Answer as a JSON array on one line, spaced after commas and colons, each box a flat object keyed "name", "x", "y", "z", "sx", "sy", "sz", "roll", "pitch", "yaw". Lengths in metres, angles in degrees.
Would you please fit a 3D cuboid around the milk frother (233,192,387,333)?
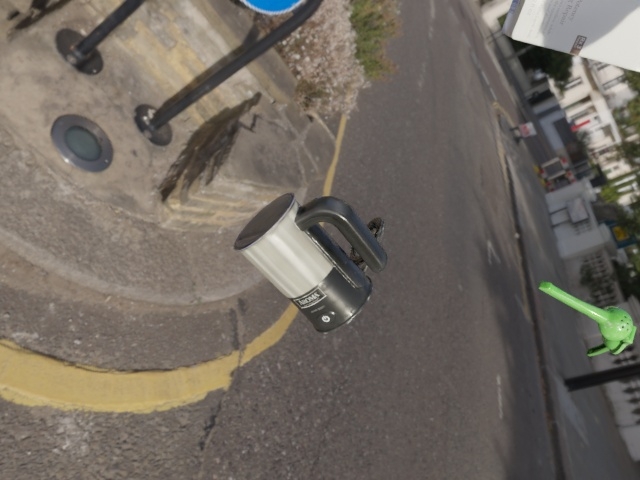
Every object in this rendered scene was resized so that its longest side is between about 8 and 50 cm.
[{"name": "milk frother", "x": 0.000, "y": 0.000, "z": 0.569, "sx": 0.135, "sy": 0.129, "sz": 0.143, "roll": 48, "pitch": 16, "yaw": -21}]

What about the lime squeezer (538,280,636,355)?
[{"name": "lime squeezer", "x": 0.475, "y": 0.156, "z": 0.876, "sx": 0.310, "sy": 0.110, "sz": 0.059, "roll": 40, "pitch": 51, "yaw": -41}]

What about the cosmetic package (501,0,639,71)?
[{"name": "cosmetic package", "x": 0.419, "y": -0.351, "z": 0.806, "sx": 0.231, "sy": 0.117, "sz": 0.085, "roll": 13, "pitch": 30, "yaw": 0}]
